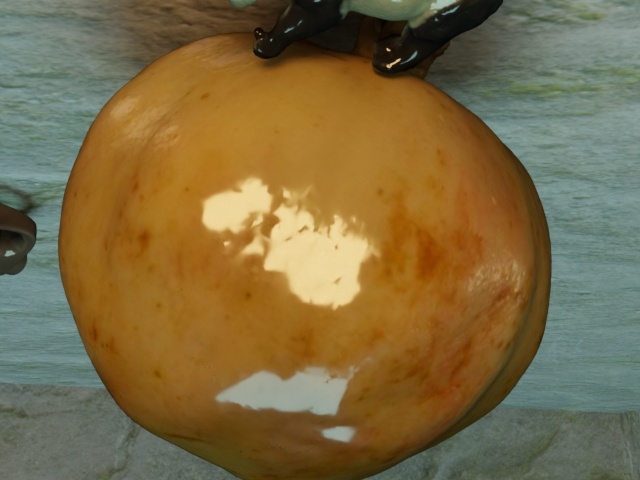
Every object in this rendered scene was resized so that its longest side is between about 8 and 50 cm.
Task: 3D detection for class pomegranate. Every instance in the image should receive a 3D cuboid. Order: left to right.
[{"bbox_3d":[0.000,0.000,0.996,0.412,0.411,0.411,-1,164,0],"label":"pomegranate"}]

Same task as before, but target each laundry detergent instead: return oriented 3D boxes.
[{"bbox_3d":[-0.407,-0.004,1.455,0.171,0.076,0.237,-9,163,26],"label":"laundry detergent"}]

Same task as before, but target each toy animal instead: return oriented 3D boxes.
[{"bbox_3d":[0.023,-0.179,0.826,0.225,0.093,0.121,4,162,-12],"label":"toy animal"}]
